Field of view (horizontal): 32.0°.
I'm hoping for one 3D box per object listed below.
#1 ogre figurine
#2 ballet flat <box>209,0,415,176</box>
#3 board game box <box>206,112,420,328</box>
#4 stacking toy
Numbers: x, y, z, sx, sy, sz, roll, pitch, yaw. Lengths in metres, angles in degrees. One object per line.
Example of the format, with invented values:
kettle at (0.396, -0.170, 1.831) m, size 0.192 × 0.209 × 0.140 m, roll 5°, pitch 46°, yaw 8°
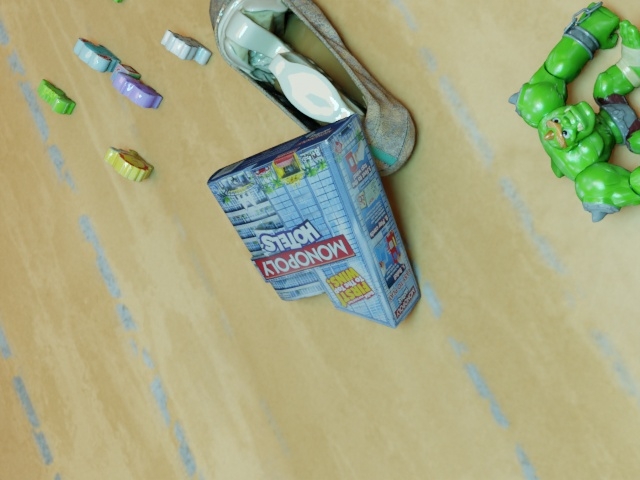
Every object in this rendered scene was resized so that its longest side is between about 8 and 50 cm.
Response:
ogre figurine at (0.243, -0.097, 0.934) m, size 0.118 × 0.097 × 0.197 m, roll -34°, pitch 84°, yaw 9°
ballet flat at (-0.030, -0.183, 1.109) m, size 0.316 × 0.106 × 0.107 m, roll 43°, pitch 109°, yaw 28°
board game box at (0.000, 0.000, 1.061) m, size 0.194 × 0.060 × 0.194 m, roll -18°, pitch 109°, yaw 43°
stacking toy at (-0.238, -0.192, 1.281) m, size 0.221 × 0.052 × 0.167 m, roll 39°, pitch 108°, yaw 30°
